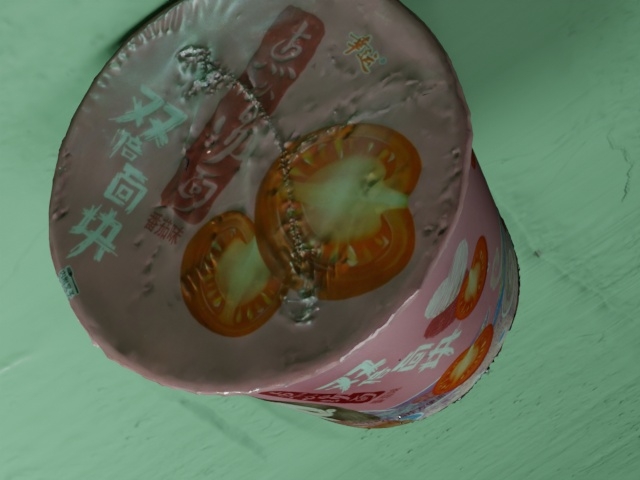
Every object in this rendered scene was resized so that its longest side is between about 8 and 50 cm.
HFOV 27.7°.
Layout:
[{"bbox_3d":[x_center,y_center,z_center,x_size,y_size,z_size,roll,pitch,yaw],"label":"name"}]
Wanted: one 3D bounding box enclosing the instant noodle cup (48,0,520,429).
[{"bbox_3d":[0.000,0.000,0.775,0.243,0.243,0.231,-34,152,7],"label":"instant noodle cup"}]
